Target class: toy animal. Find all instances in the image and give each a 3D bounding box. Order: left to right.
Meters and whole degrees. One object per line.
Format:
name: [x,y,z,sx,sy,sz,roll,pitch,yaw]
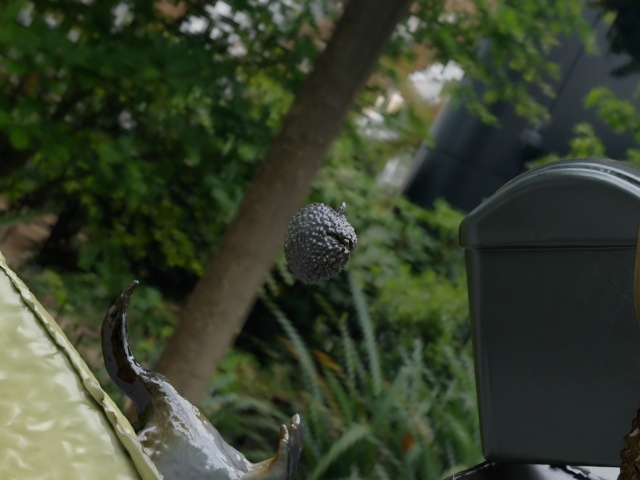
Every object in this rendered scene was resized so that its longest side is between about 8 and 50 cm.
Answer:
toy animal: [-0.090,0.129,0.899,0.160,0.197,0.272,8,1,10]

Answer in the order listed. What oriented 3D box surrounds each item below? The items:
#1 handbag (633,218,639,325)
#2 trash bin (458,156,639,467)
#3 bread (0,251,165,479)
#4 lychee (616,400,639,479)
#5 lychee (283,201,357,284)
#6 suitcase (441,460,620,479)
handbag: [0.191,-0.040,0.551,0.072,0.193,0.151,6,-6,44]
trash bin: [0.203,0.053,1.076,0.176,0.236,0.101,-2,6,19]
bread: [-0.218,0.145,0.603,0.242,0.345,0.405,26,-41,66]
lychee: [0.271,0.141,0.797,0.188,0.188,0.188,27,-1,1]
lychee: [0.000,0.000,1.277,0.068,0.083,0.067,29,-12,9]
suitcase: [0.151,0.315,1.160,0.434,0.283,0.194,-12,46,-42]
